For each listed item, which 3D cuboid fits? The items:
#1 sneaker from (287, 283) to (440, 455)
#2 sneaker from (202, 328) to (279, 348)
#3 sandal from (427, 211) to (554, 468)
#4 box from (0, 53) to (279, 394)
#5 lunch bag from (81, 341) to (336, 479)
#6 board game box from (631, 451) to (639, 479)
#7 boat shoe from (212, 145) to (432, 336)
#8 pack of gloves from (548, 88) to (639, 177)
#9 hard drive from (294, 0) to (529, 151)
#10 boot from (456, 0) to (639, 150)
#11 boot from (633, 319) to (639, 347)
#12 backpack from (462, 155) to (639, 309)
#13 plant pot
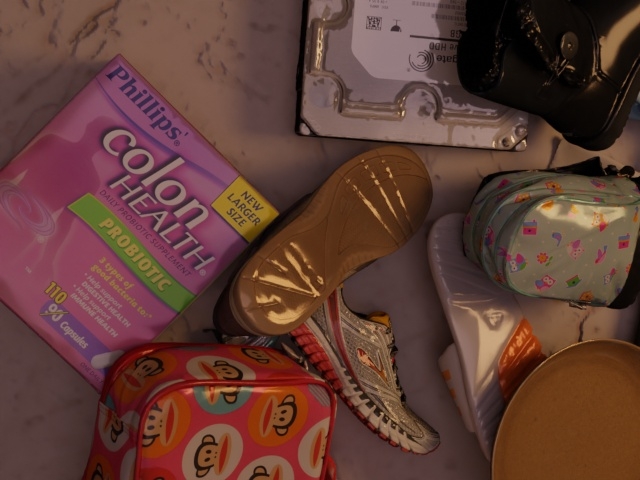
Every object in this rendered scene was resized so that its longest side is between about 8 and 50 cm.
[{"bbox_3d":[0.049,0.123,1.336,0.092,0.088,0.225,-39,98,-4],"label":"sneaker"},{"bbox_3d":[-0.093,0.114,1.345,0.069,0.038,0.098,33,80,-6],"label":"sneaker"},{"bbox_3d":[0.163,0.100,1.357,0.102,0.076,0.265,-17,91,-25],"label":"sandal"},{"bbox_3d":[-0.201,-0.017,1.280,0.243,0.117,0.213,-45,98,-3],"label":"box"},{"bbox_3d":[-0.094,0.245,1.269,0.258,0.120,0.293,4,105,-34],"label":"lunch bag"},{"bbox_3d":[0.373,0.263,1.414,0.259,0.039,0.124,-26,95,-2],"label":"board game box"},{"bbox_3d":[0.000,0.000,1.286,0.285,0.092,0.103,-43,106,-37],"label":"boat shoe"},{"bbox_3d":[0.356,-0.081,1.337,0.232,0.046,0.195,23,92,14],"label":"pack of gloves"},{"bbox_3d":[0.102,-0.264,1.329,0.236,0.064,0.339,5,94,-7],"label":"hard drive"},{"bbox_3d":[0.241,-0.225,1.275,0.207,0.094,0.246,23,87,-43],"label":"boot"},{"bbox_3d":[0.427,0.073,1.393,0.197,0.077,0.137,12,97,5],"label":"boot"},{"bbox_3d":[0.232,-0.006,1.288,0.182,0.115,0.152,6,101,-20],"label":"backpack"},{"bbox_3d":[0.265,0.213,1.337,0.236,0.032,0.236,-3,96,-25],"label":"plant pot"}]
